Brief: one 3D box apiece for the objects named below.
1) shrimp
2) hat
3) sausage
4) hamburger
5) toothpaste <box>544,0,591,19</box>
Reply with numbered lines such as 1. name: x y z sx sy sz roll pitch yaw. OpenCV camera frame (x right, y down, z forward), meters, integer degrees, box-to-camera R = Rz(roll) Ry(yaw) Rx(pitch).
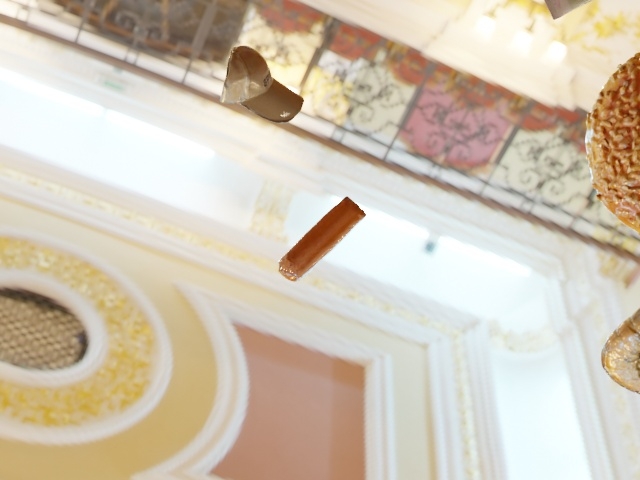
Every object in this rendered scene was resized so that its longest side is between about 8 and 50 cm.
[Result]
1. shrimp: 0.591 0.161 1.983 0.198 0.262 0.051 29 -152 -10
2. hat: -0.103 -0.308 2.327 0.175 0.085 0.147 25 -133 -14
3. sausage: 0.000 0.000 1.530 0.039 0.131 0.041 47 -179 3
4. hamburger: 0.570 -0.137 1.826 0.330 0.330 0.250 47 -165 29
5. toothpaste: 0.501 -0.449 1.981 0.314 0.056 0.058 -23 -140 -8
